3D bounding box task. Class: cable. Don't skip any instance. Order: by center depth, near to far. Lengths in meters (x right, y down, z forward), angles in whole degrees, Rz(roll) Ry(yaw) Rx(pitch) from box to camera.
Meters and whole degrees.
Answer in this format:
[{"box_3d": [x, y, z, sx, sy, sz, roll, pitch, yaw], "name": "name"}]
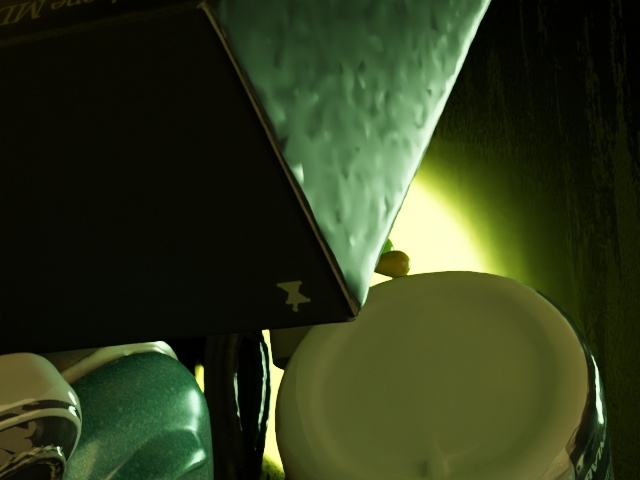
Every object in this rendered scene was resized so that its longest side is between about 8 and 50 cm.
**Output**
[{"box_3d": [-0.045, 0.183, 1.216, 0.139, 0.072, 0.287, 52, 40, -39], "name": "cable"}]

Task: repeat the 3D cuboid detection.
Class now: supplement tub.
[{"box_3d": [0.098, 0.195, 1.298, 0.338, 0.207, 0.207, 75, 25, -47], "name": "supplement tub"}]

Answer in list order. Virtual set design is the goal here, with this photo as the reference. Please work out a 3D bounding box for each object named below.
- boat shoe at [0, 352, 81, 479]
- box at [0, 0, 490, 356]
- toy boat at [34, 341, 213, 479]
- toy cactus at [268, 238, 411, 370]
[{"box_3d": [-0.195, 0.171, 0.754, 0.301, 0.102, 0.108, -41, 152, -19], "name": "boat shoe"}, {"box_3d": [-0.097, -0.105, 0.958, 0.183, 0.296, 0.294, 63, 33, -33], "name": "box"}, {"box_3d": [-0.144, 0.202, 0.913, 0.318, 0.148, 0.268, -32, 133, -52], "name": "toy boat"}, {"box_3d": [0.000, 0.000, 1.311, 0.219, 0.112, 0.181, 51, 38, -60], "name": "toy cactus"}]
